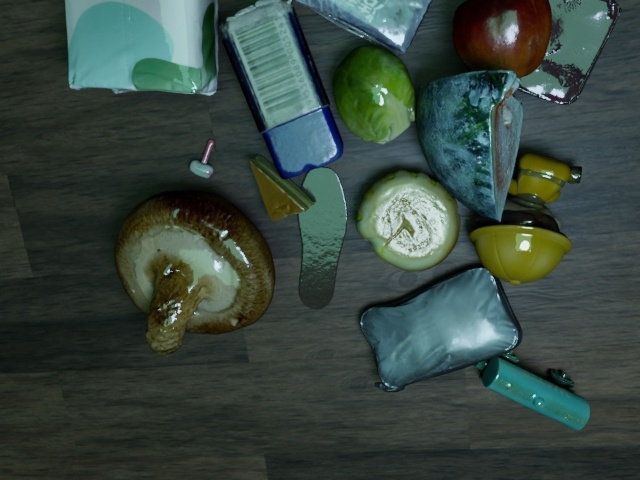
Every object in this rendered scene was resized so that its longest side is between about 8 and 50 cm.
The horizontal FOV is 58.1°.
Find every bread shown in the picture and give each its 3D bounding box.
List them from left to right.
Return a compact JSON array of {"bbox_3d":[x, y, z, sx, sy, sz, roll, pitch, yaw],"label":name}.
[{"bbox_3d":[-0.081,-0.121,1.205,0.084,0.074,0.139,-16,101,21],"label":"bread"},{"bbox_3d":[0.182,-0.044,1.180,0.213,0.105,0.213,2,102,8],"label":"bread"}]

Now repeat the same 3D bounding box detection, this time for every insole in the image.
[{"bbox_3d":[0.000,0.000,1.267,0.111,0.007,0.327,6,106,7],"label":"insole"}]

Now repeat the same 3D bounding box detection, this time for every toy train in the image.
[{"bbox_3d":[0.444,0.313,1.217,0.248,0.159,0.101,25,102,2],"label":"toy train"}]

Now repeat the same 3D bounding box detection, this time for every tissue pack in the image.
[{"bbox_3d":[-0.331,-0.457,1.089,0.266,0.194,0.356,4,105,8],"label":"tissue pack"},{"bbox_3d":[0.124,-0.556,1.045,0.259,0.122,0.361,27,109,2],"label":"tissue pack"}]

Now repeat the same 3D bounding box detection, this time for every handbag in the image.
[{"bbox_3d":[0.243,0.191,1.228,0.332,0.075,0.191,-24,80,14],"label":"handbag"},{"bbox_3d":[0.412,-0.377,1.076,0.216,0.074,0.203,20,107,4],"label":"handbag"}]

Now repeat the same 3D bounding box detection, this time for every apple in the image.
[{"bbox_3d":[0.315,-0.353,0.989,0.156,0.147,0.158,-22,102,-7],"label":"apple"}]

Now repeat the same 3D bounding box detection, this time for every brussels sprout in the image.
[{"bbox_3d":[0.104,-0.280,1.104,0.181,0.144,0.161,44,122,-4],"label":"brussels sprout"}]

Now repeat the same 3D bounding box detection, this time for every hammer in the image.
[{"bbox_3d":[-0.248,-0.178,1.241,0.053,0.031,0.083,21,101,-2],"label":"hammer"}]

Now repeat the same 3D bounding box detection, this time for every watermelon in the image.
[{"bbox_3d":[0.304,-0.178,1.040,0.214,0.320,0.289,-22,91,-17],"label":"watermelon"}]

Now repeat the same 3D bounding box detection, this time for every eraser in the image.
[{"bbox_3d":[-0.069,-0.301,1.147,0.155,0.101,0.332,-20,103,11],"label":"eraser"}]

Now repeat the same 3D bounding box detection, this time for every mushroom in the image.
[{"bbox_3d":[-0.268,0.049,1.222,0.345,0.239,0.345,-4,108,-13],"label":"mushroom"}]

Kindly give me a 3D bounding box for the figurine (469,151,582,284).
[{"bbox_3d":[0.399,-0.041,1.122,0.192,0.167,0.256,14,105,15],"label":"figurine"}]
